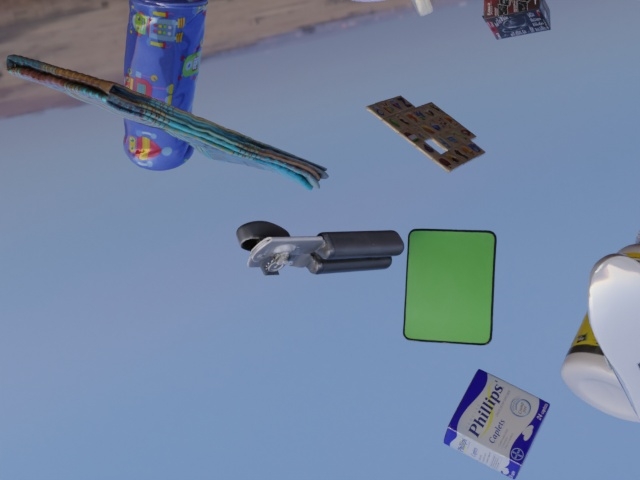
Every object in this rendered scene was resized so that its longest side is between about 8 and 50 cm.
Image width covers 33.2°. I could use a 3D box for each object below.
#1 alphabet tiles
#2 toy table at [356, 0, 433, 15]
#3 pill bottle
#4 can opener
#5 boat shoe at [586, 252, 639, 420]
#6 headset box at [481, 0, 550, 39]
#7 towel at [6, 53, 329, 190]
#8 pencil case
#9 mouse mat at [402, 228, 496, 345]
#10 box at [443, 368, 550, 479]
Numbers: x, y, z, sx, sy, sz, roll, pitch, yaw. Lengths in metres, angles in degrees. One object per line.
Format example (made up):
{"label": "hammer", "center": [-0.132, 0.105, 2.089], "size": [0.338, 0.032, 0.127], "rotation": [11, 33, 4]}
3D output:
{"label": "alphabet tiles", "center": [0.211, -0.212, 2.044], "size": [0.198, 0.009, 0.237], "rotation": [39, -152, 13]}
{"label": "toy table", "center": [0.137, -0.533, 1.970], "size": [0.274, 0.252, 0.161], "rotation": [-33, -167, 5]}
{"label": "pill bottle", "center": [0.560, 0.127, 1.842], "size": [0.188, 0.188, 0.334], "rotation": [2, -125, 52]}
{"label": "can opener", "center": [0.000, 0.000, 1.682], "size": [0.284, 0.095, 0.076], "rotation": [-3, 144, -39]}
{"label": "boat shoe", "center": [0.453, 0.145, 1.544], "size": [0.108, 0.301, 0.102], "rotation": [-27, -163, 5]}
{"label": "headset box", "center": [0.256, -0.298, 1.420], "size": [0.083, 0.032, 0.062], "rotation": [-6, 160, 25]}
{"label": "towel", "center": [-0.202, -0.155, 1.432], "size": [0.370, 0.040, 0.271], "rotation": [19, -179, -44]}
{"label": "pencil case", "center": [-0.247, -0.262, 1.709], "size": [0.119, 0.306, 0.133], "rotation": [26, -143, 24]}
{"label": "mouse mat", "center": [0.212, 0.076, 1.772], "size": [0.153, 0.189, 0.007], "rotation": [2, 177, 22]}
{"label": "box", "center": [0.296, 0.308, 1.807], "size": [0.137, 0.072, 0.126], "rotation": [25, -117, 15]}
